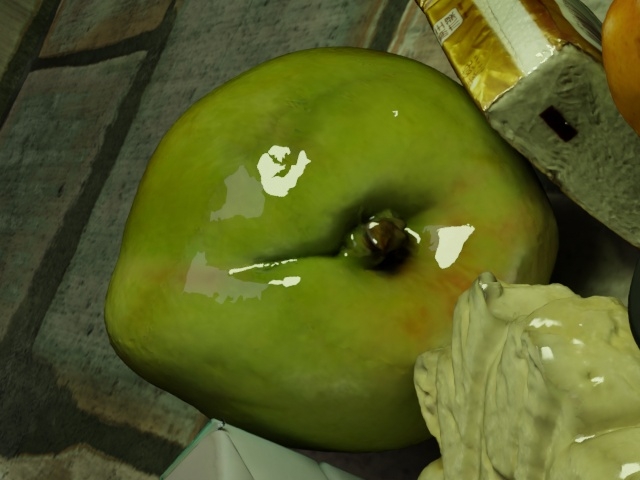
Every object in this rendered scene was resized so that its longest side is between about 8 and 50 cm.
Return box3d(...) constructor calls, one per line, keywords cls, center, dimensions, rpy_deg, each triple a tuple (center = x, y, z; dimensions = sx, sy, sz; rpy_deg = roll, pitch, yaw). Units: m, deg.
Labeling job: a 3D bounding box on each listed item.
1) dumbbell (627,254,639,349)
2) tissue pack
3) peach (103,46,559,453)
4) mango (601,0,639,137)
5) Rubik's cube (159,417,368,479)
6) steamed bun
box3d(cls="dumbbell", center=(0.244, 0.052, 0.636), dimensions=(0.100, 0.191, 0.100), rpy_deg=(-39, 35, 34))
box3d(cls="tissue pack", center=(0.164, -0.116, 0.930), dimensions=(0.092, 0.183, 0.226), rpy_deg=(-43, 32, 15))
box3d(cls="peach", center=(0.007, 0.001, 0.965), dimensions=(0.315, 0.314, 0.281), rpy_deg=(-114, 29, -84))
box3d(cls="mango", center=(0.283, -0.130, 0.722), dimensions=(0.257, 0.187, 0.138), rpy_deg=(-40, 35, 56))
box3d(cls="Rubik's cube", center=(-0.032, 0.288, 0.848), dimensions=(0.224, 0.231, 0.221), rpy_deg=(-49, 31, 26))
box3d(cls="steamed bun", center=(0.156, 0.156, 0.707), dimensions=(0.295, 0.137, 0.292), rpy_deg=(119, 142, -60))
